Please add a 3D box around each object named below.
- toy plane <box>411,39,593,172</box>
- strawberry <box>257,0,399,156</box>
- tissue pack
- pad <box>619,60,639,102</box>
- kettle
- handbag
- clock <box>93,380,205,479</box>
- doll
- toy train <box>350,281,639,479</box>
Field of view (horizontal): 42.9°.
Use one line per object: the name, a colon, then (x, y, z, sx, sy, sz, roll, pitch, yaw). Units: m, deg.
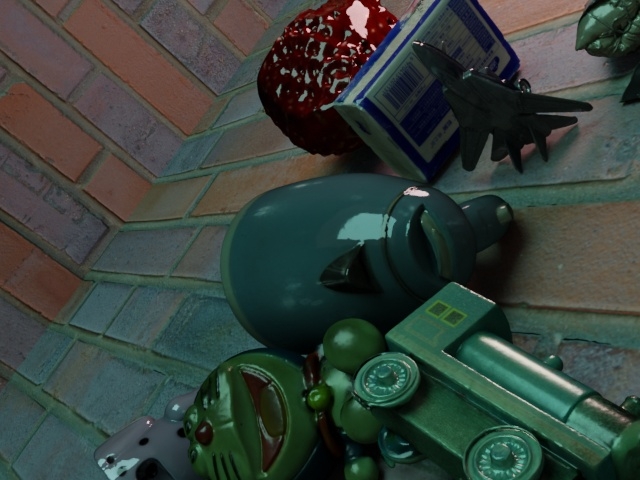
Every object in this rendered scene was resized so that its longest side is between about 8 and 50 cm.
toy plane: (0.215, -0.202, 1.107, 0.212, 0.267, 0.088, -28, 37, 40)
strawberry: (0.040, -0.276, 1.514, 0.317, 0.295, 0.345, -17, 38, 9)
tissue pack: (0.172, -0.260, 1.331, 0.270, 0.209, 0.137, -53, 34, -5)
pad: (0.493, -0.276, 1.040, 0.233, 0.022, 0.174, -57, 25, -16)
kettle: (0.084, 0.009, 1.086, 0.319, 0.247, 0.342, -25, 7, -37)
handbag: (0.419, -0.317, 1.132, 0.117, 0.095, 0.173, -44, 7, 39)
clock: (-0.180, 0.292, 1.201, 0.254, 0.189, 0.189, -42, 22, -16)
doll: (-0.033, 0.224, 1.016, 0.322, 0.186, 0.198, -18, 67, 22)
toy train: (0.168, 0.163, 0.784, 0.194, 0.120, 0.298, -36, 36, -20)
